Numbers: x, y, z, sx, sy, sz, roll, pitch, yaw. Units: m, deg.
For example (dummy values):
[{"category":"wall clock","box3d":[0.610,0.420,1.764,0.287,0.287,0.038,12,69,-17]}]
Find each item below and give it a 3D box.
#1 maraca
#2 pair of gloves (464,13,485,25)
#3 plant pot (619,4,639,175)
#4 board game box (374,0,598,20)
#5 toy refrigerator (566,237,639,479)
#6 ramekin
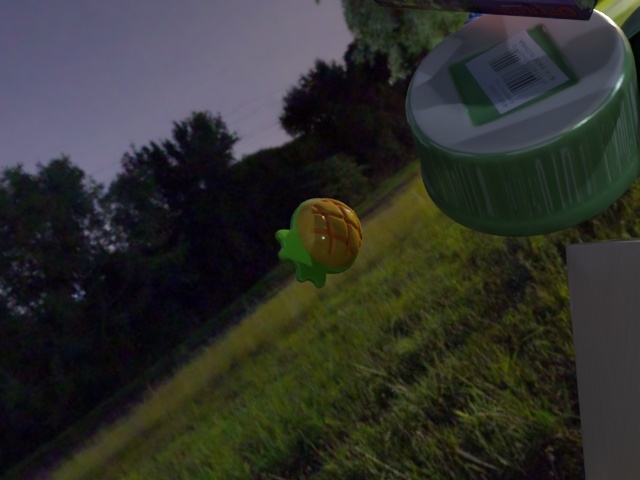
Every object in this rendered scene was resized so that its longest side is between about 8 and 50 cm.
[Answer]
[{"category":"maraca","box3d":[0.000,0.000,0.907,0.099,0.127,0.186,-41,1,41]},{"category":"pair of gloves","box3d":[0.349,-0.352,1.023,0.159,0.198,0.023,-16,-37,-36]},{"category":"plant pot","box3d":[0.592,-0.274,0.914,0.293,0.293,0.235,-30,21,46]},{"category":"board game box","box3d":[0.222,-0.401,0.752,0.347,0.056,0.208,30,96,46]},{"category":"toy refrigerator","box3d":[0.303,0.132,0.520,0.094,0.269,0.102,-5,-1,-28]},{"category":"ramekin","box3d":[0.261,-0.169,0.767,0.304,0.148,0.303,-15,51,20]}]
